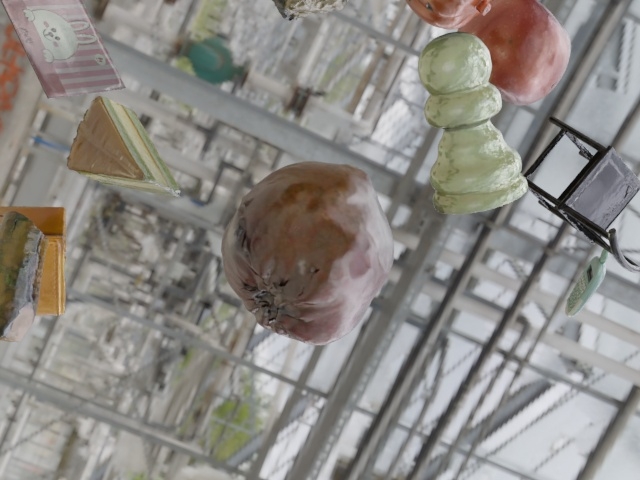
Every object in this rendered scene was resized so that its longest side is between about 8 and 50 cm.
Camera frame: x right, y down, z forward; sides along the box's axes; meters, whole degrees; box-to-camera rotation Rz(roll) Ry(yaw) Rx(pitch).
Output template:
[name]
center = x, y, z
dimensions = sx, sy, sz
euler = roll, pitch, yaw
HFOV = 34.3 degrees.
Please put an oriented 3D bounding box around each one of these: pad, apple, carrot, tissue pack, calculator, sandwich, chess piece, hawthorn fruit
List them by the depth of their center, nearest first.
[sandwich]
center = -0.249, -0.129, 1.386
dimensions = 0.163, 0.079, 0.114
euler = 12, -99, 40
[carrot]
center = -0.420, 0.051, 1.422
dimensions = 0.082, 0.082, 0.173
euler = 162, -56, -74
[chess piece]
center = 0.211, -0.179, 1.523
dimensions = 0.144, 0.144, 0.251
euler = -105, 180, -71
[tissue pack]
center = -0.548, 0.033, 1.661
dimensions = 0.194, 0.274, 0.145
euler = -123, -145, -69
[hawthorn fruit]
center = -0.011, 0.010, 1.794
dimensions = 0.325, 0.308, 0.308
euler = -50, -171, -12
[calculator]
center = 0.511, 0.081, 1.980
dimensions = 0.153, 0.021, 0.095
euler = -60, -178, 23
[pad]
center = -0.555, -0.439, 2.205
dimensions = 0.202, 0.300, 0.005
euler = -17, 165, -45
[apple]
center = 0.433, -0.431, 2.327
dimensions = 0.217, 0.260, 0.260
euler = -53, -166, 8

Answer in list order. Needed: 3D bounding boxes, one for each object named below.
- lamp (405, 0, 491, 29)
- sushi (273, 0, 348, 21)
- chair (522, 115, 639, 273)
[lamp]
center = 0.240, -0.458, 1.824
dimensions = 0.187, 0.164, 0.188
euler = -38, 168, -10
[sushi]
center = 0.011, -0.508, 1.646
dimensions = 0.171, 0.210, 0.350
euler = 58, -37, 25
[chair]
center = 0.457, -0.076, 1.727
dimensions = 0.141, 0.154, 0.260
euler = -51, -136, 5
